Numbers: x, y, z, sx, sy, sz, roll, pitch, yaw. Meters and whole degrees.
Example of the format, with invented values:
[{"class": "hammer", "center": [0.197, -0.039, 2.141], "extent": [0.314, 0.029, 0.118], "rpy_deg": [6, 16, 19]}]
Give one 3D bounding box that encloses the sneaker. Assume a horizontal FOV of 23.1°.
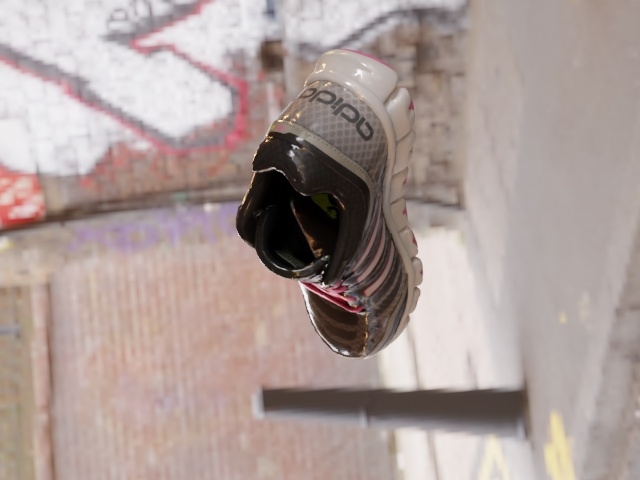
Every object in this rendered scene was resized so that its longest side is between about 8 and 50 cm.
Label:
[{"class": "sneaker", "center": [0.000, 0.000, 0.672], "extent": [0.075, 0.063, 0.170], "rpy_deg": [-43, -30, -31]}]
